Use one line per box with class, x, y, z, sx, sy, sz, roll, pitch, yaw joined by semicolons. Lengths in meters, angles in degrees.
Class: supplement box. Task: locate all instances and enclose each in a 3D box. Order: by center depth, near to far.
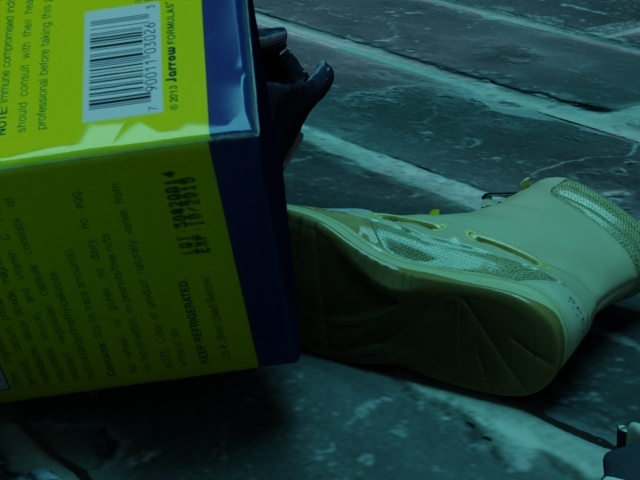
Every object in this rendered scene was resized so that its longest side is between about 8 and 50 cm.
supplement box;-0.204;-0.035;0.891;0.356;0.194;0.195;-8;47;0

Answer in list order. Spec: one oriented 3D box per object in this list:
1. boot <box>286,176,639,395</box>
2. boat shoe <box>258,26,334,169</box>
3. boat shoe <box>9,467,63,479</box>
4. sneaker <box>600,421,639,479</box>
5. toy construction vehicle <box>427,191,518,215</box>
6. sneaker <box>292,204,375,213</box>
boot;0.084;0.009;1.036;0.262;0.095;0.203;14;26;31
boat shoe;-0.114;-0.064;1.108;0.127;0.158;0.340;37;31;9
boat shoe;-0.144;0.156;0.702;0.083;0.065;0.183;-13;22;-19
sneaker;0.220;0.123;0.732;0.235;0.094;0.153;-21;35;-20
toy construction vehicle;0.130;-0.001;1.159;0.098;0.035;0.086;-2;32;5
sneaker;0.000;0.000;1.140;0.118;0.042;0.067;-5;18;-16
